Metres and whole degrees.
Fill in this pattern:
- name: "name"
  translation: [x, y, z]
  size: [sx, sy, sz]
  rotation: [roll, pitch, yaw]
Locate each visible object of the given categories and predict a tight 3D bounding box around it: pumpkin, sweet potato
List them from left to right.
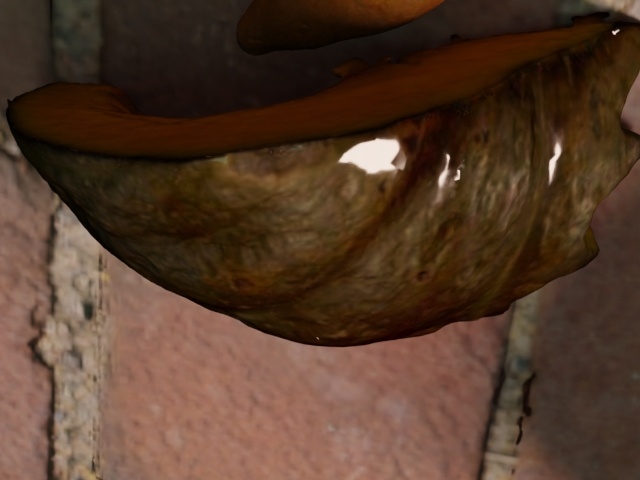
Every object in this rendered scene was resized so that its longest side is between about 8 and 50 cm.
- name: "pumpkin"
  translation: [0.000, 0.000, 0.631]
  size: [0.254, 0.149, 0.130]
  rotation: [-3, 112, 13]
- name: "sweet potato"
  translation: [0.055, -0.115, 0.601]
  size: [0.202, 0.055, 0.058]
  rotation: [-17, 152, 19]
